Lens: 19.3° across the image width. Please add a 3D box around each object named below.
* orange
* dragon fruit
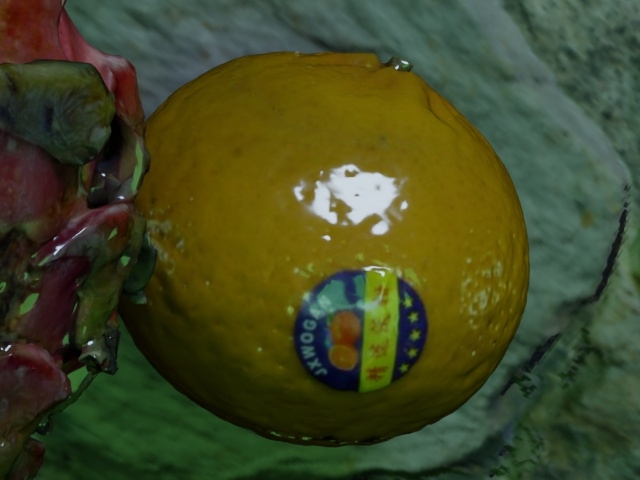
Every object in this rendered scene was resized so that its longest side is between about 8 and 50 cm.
[{"bbox_3d":[-0.002,0.002,0.957,0.219,0.219,0.193,-6,104,-28],"label":"orange"},{"bbox_3d":[-0.213,0.008,0.774,0.250,0.269,0.291,-4,114,-43],"label":"dragon fruit"}]
